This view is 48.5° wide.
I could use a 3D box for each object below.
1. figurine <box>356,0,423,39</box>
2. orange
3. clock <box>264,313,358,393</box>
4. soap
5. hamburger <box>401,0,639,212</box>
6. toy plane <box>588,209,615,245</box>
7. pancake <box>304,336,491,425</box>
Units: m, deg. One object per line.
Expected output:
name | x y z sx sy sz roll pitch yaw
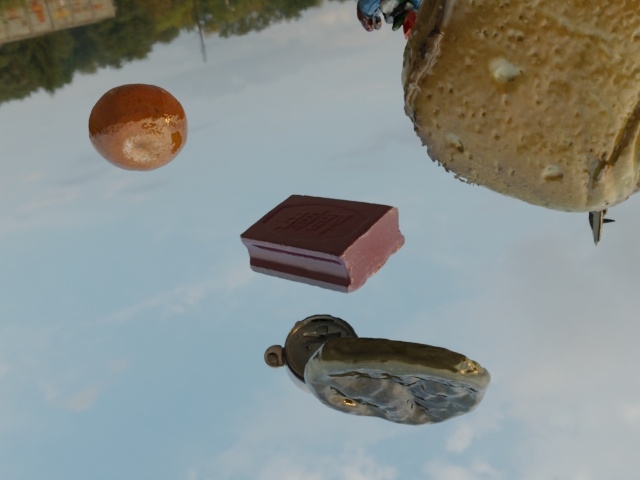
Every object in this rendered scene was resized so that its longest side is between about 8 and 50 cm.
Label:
figurine | 0.193 -0.419 1.301 0.234 0.185 0.127 40 -158 5
orange | -0.418 -0.265 1.632 0.224 0.224 0.170 -15 -129 -11
clock | 0.004 0.221 1.396 0.230 0.063 0.155 1 -119 -2
soap | 0.000 0.000 1.789 0.360 0.128 0.233 10 -141 43
hamburger | 0.237 -0.193 0.733 0.284 0.304 0.174 21 -158 -5
toy plane | 0.605 -0.109 1.524 0.083 0.233 0.160 -11 175 9
pancake | 0.118 0.225 1.101 0.295 0.294 0.049 -3 -125 16
